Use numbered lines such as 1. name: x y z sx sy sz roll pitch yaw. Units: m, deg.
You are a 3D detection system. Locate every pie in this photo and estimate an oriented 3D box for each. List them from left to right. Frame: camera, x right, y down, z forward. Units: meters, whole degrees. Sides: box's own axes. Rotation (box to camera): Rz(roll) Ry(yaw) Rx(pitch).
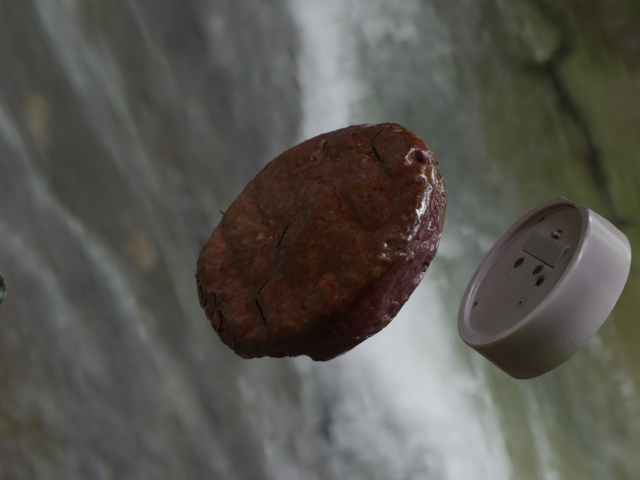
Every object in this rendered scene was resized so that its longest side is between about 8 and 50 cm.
1. pie: 0.000 0.000 1.240 0.049 0.182 0.182 47 33 -37

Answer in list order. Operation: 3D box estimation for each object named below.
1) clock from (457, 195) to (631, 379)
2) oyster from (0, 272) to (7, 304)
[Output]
1. clock: 0.236 0.049 2.084 0.068 0.197 0.197 38 36 -20
2. oyster: -0.328 0.035 1.468 0.064 0.177 0.125 -127 -159 -65
